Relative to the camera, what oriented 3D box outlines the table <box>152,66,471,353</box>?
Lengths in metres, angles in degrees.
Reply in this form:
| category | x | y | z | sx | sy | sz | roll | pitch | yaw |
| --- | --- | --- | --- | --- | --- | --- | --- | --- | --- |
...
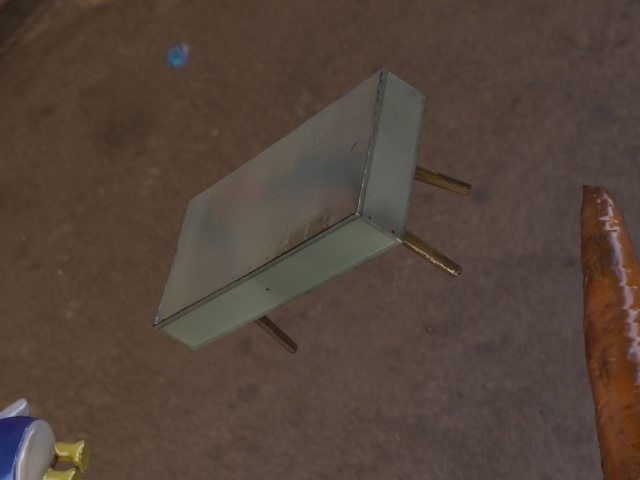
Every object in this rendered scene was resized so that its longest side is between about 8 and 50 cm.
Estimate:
| category | x | y | z | sx | sy | sz | roll | pitch | yaw |
| --- | --- | --- | --- | --- | --- | --- | --- | --- | --- |
| table | 0.000 | 0.000 | 0.914 | 0.240 | 0.111 | 0.121 | -29 | 39 | 46 |

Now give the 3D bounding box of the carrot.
| category | x | y | z | sx | sy | sz | roll | pitch | yaw |
| --- | --- | --- | --- | --- | --- | --- | --- | --- | --- |
| carrot | 0.175 | 0.050 | 0.734 | 0.057 | 0.057 | 0.224 | -10 | 54 | 12 |

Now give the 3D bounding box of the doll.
| category | x | y | z | sx | sy | sz | roll | pitch | yaw |
| --- | --- | --- | --- | --- | --- | --- | --- | --- | --- |
| doll | -0.225 | 0.144 | 0.838 | 0.143 | 0.057 | 0.099 | 2 | 45 | 6 |
